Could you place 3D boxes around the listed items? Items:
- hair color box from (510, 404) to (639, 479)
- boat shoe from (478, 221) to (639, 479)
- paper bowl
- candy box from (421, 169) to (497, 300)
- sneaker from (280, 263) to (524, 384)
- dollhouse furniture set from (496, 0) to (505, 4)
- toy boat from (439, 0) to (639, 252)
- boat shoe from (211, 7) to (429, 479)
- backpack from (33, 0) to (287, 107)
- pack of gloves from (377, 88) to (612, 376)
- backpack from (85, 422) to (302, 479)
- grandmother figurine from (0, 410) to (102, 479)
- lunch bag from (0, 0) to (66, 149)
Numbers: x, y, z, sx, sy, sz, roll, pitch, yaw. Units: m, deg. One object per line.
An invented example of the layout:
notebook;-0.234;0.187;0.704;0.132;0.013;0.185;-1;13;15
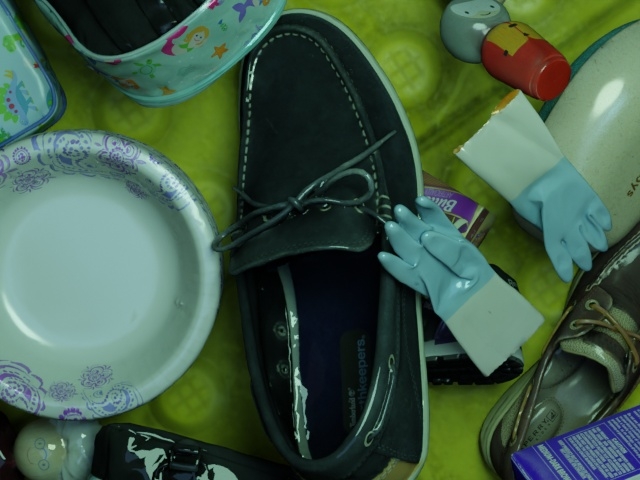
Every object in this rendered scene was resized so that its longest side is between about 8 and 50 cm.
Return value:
hair color box;0.374;0.252;1.452;0.338;0.110;0.185;-18;119;-9
boat shoe;0.289;0.116;1.484;0.123;0.123;0.342;38;93;-4
paper bowl;-0.238;0.030;1.453;0.284;0.148;0.284;0;94;-2
candy box;0.072;-0.028;1.464;0.186;0.053;0.109;34;94;26
sneaker;0.069;0.082;1.506;0.283;0.107;0.124;0;65;7
dollhouse furniture set;0.352;-0.338;1.345;0.394;0.362;0.256;-32;95;-27
toy boat;0.246;-0.139;1.415;0.318;0.148;0.267;28;101;-46
boat shoe;0.000;0.000;1.377;0.186;0.156;0.500;-13;73;22
backpack;-0.153;-0.252;1.381;0.225;0.191;0.253;-41;51;1
pack of gloves;0.160;-0.008;1.349;0.195;0.046;0.232;-43;127;1
backpack;-0.141;0.388;1.451;0.290;0.273;0.356;16;76;-10
grandmother figurine;-0.386;0.245;1.494;0.342;0.104;0.208;-14;104;2
lunch bag;-0.377;-0.182;1.461;0.176;0.090;0.219;-31;95;0
